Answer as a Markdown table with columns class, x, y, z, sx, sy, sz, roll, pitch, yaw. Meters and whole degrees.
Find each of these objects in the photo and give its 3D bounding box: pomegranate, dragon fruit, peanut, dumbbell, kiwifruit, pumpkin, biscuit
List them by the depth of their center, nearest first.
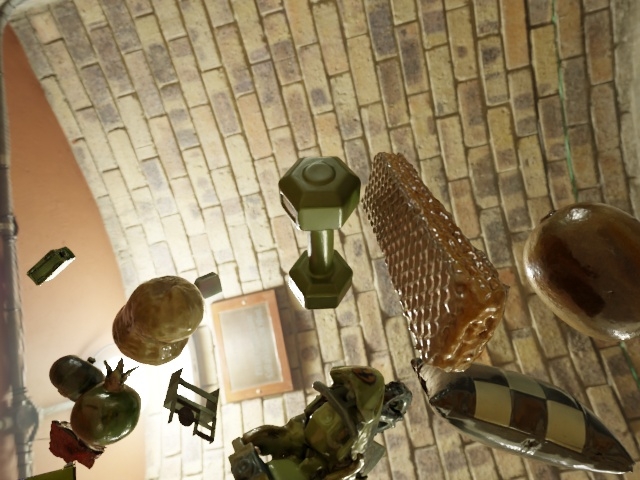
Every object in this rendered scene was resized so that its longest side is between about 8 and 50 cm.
| class | x | y | z | sx | sy | sz | roll | pitch | yaw |
| --- | --- | --- | --- | --- | --- | --- | --- | --- | --- |
| biscuit | 0.110 | -0.011 | 0.514 | 0.378 | 0.054 | 0.094 | -98 | 22 | -60 |
| peanut | -0.238 | 0.121 | 0.647 | 0.110 | 0.236 | 0.120 | 18 | -119 | -31 |
| kiwifruit | 0.450 | 0.045 | 0.706 | 0.234 | 0.196 | 0.196 | 52 | -175 | 6 |
| dumbbell | 0.000 | 0.000 | 0.716 | 0.121 | 0.108 | 0.301 | 50 | 157 | 33 |
| pomegranate | -0.577 | 0.440 | 1.188 | 0.181 | 0.182 | 0.224 | 6 | -83 | -83 |
| dragon fruit | -0.706 | 0.588 | 1.281 | 0.092 | 0.192 | 0.122 | -20 | -63 | -60 |
| pumpkin | -0.718 | 0.410 | 1.287 | 0.125 | 0.167 | 0.167 | -35 | -60 | -38 |

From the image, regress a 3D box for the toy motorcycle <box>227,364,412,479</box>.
| class | x | y | z | sx | sy | sz | roll | pitch | yaw |
| --- | --- | --- | --- | --- | --- | --- | --- | --- | --- |
| toy motorcycle | 0.003 | 0.385 | 0.809 | 0.169 | 0.410 | 0.236 | 36 | 157 | 49 |

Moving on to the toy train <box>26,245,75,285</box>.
| class | x | y | z | sx | sy | sz | roll | pitch | yaw |
| --- | --- | --- | --- | --- | --- | --- | --- | --- | --- |
| toy train | -0.556 | 0.052 | 0.897 | 0.038 | 0.093 | 0.056 | 50 | -169 | -6 |

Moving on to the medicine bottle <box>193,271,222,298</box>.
| class | x | y | z | sx | sy | sz | roll | pitch | yaw |
| --- | --- | --- | --- | --- | --- | --- | --- | --- | --- |
| medicine bottle | -0.415 | 0.167 | 1.536 | 0.055 | 0.118 | 0.074 | 20 | 127 | 48 |

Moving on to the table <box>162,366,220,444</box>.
| class | x | y | z | sx | sy | sz | roll | pitch | yaw |
| --- | --- | --- | --- | --- | --- | --- | --- | --- | --- |
| table | -0.359 | 0.466 | 1.205 | 0.146 | 0.063 | 0.175 | 44 | -157 | -30 |

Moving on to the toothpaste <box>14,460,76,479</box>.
| class | x | y | z | sx | sy | sz | roll | pitch | yaw |
| --- | --- | --- | --- | --- | --- | --- | --- | --- | --- |
| toothpaste | -0.397 | 0.503 | 0.603 | 0.077 | 0.110 | 0.327 | -53 | 49 | 43 |

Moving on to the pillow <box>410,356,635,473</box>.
| class | x | y | z | sx | sy | sz | roll | pitch | yaw |
| --- | --- | --- | --- | --- | --- | --- | --- | --- | --- |
| pillow | 0.253 | 0.231 | 0.597 | 0.186 | 0.250 | 0.105 | 9 | -83 | -84 |
